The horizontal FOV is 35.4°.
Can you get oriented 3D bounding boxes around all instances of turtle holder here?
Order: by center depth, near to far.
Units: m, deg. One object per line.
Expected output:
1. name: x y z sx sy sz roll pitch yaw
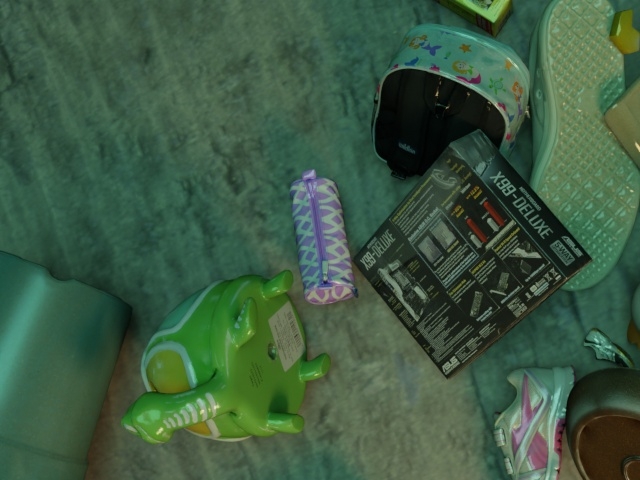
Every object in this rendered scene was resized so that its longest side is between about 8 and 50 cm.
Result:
1. turtle holder: -0.147 0.202 1.490 0.227 0.243 0.320 -12 43 25

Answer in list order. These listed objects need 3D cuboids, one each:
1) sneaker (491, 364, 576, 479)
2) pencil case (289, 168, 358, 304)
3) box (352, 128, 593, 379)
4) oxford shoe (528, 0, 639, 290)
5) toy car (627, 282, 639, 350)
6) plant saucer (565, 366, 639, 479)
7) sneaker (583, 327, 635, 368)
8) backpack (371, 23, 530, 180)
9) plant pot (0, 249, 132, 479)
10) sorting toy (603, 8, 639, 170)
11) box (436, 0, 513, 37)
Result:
1. sneaker: 0.307 0.301 1.495 0.111 0.103 0.252 11 79 16
2. pencil case: 0.000 0.000 1.566 0.086 0.088 0.206 -16 65 12
3. box: 0.206 0.029 1.457 0.242 0.076 0.307 51 138 13
4. oxford shoe: 0.389 -0.149 1.523 0.169 0.130 0.450 -4 97 -2
5. toy car: 0.530 0.068 1.454 0.219 0.238 0.210 31 45 -23
6. plant saucer: 0.445 0.306 1.316 0.310 0.311 0.050 44 59 12
7. sneaker: 0.436 0.171 1.519 0.083 0.032 0.037 42 105 17
8. backpack: 0.198 -0.207 1.495 0.225 0.253 0.191 23 68 13
9. plant pot: -0.468 0.209 1.542 0.341 0.341 0.334 18 79 12
10. sorting toy: 0.521 -0.216 1.455 0.229 0.041 0.307 -44 106 -10
11. box: 0.197 -0.416 1.605 0.232 0.087 0.058 34 92 11
